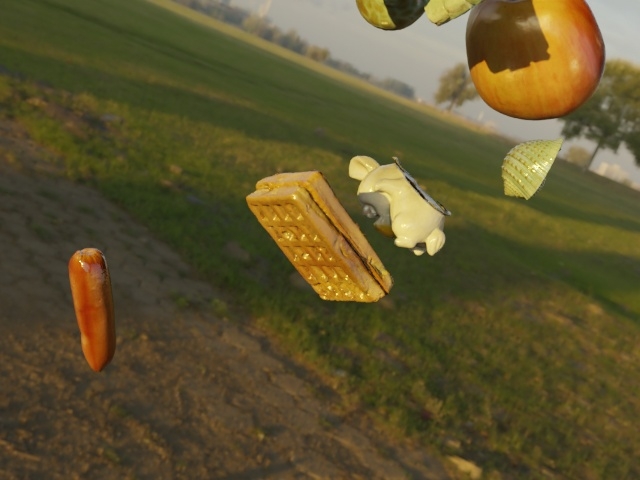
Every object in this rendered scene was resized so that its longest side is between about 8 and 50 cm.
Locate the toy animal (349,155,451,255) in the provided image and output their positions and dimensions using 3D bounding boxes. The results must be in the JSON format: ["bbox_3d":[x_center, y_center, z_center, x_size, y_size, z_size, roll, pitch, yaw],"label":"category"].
[{"bbox_3d":[0.183,-0.091,2.157,0.208,0.154,0.325,38,14,-29],"label":"toy animal"}]

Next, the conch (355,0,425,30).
[{"bbox_3d":[0.116,-0.378,1.395,0.106,0.116,0.173,35,-19,-32],"label":"conch"}]

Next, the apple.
[{"bbox_3d":[0.364,-0.339,1.546,0.242,0.242,0.241,31,-20,39],"label":"apple"}]

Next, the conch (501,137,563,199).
[{"bbox_3d":[0.243,-0.088,1.051,0.056,0.085,0.076,24,10,1],"label":"conch"}]

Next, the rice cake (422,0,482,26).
[{"bbox_3d":[0.159,-0.405,1.230,0.038,0.211,0.124,-15,-2,-35],"label":"rice cake"}]

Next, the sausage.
[{"bbox_3d":[-0.479,0.150,1.919,0.083,0.300,0.089,-17,35,-26],"label":"sausage"}]

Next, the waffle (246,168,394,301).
[{"bbox_3d":[0.000,0.000,1.948,0.224,0.098,0.328,3,-46,55],"label":"waffle"}]
